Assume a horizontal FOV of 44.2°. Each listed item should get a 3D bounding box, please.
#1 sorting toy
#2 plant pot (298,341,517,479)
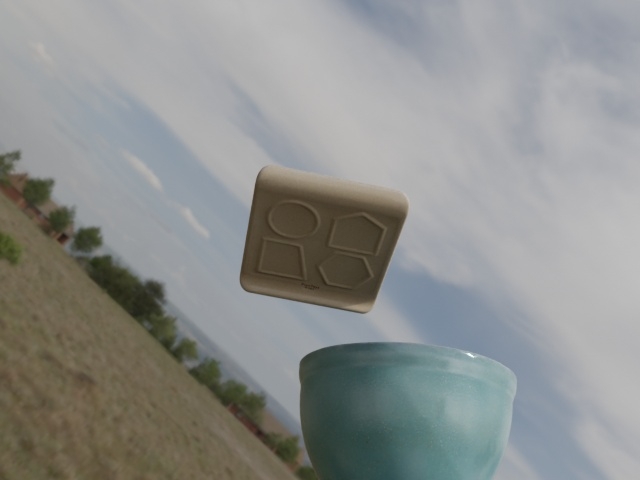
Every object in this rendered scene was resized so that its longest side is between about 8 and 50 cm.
[{"bbox_3d":[0.000,0.000,1.029,0.192,0.038,0.208,11,-49,-4],"label":"sorting toy"},{"bbox_3d":[0.107,0.270,1.026,0.292,0.196,0.293,5,-26,2],"label":"plant pot"}]
